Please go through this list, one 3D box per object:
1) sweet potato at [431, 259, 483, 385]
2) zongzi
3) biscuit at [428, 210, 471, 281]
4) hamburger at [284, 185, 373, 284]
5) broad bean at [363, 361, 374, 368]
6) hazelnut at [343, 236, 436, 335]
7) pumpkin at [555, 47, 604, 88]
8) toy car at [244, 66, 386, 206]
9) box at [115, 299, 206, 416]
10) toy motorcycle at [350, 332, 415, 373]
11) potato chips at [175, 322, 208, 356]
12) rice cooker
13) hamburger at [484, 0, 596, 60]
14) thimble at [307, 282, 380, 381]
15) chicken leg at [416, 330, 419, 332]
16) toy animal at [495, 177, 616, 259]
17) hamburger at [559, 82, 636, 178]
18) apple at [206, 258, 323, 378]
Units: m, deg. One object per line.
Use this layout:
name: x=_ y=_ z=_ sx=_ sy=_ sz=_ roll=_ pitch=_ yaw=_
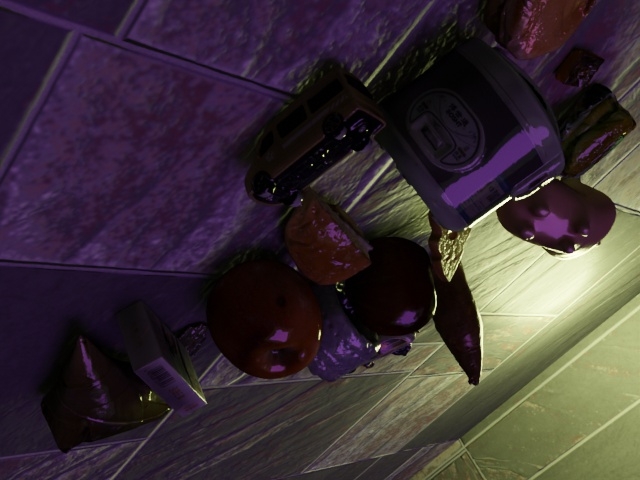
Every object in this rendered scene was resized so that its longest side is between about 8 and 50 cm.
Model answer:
sweet potato: x=0.354 y=0.207 z=1.867 sx=0.131 sy=0.337 sz=0.131 roll=-14 pitch=160 yaw=-5
zongzi: x=-0.402 y=0.278 z=1.483 sx=0.273 sy=0.145 sz=0.300 roll=-7 pitch=136 yaw=-42
biscuit: x=0.299 y=-0.019 z=1.676 sx=0.212 sy=0.041 sz=0.239 roll=-17 pitch=119 yaw=-52
hamburger: x=0.000 y=0.000 z=1.436 sx=0.155 sy=0.135 sz=0.208 roll=-36 pitch=148 yaw=4
broad bean: x=0.154 y=0.236 z=1.964 sx=0.144 sy=0.049 sz=0.292 roll=24 pitch=122 yaw=-18
hazelnut: x=0.157 y=0.110 z=1.654 sx=0.229 sy=0.229 sz=0.229 roll=-23 pitch=149 yaw=-15
pumpkin: x=0.533 y=-0.352 z=1.481 sx=0.083 sy=0.054 sz=0.074 roll=1 pitch=133 yaw=-36
toy car: x=-0.022 y=-0.163 z=1.189 sx=0.256 sy=0.124 sz=0.101 roll=-35 pitch=151 yaw=25
box: x=-0.319 y=0.243 z=1.462 sx=0.067 sy=0.149 sz=0.233 roll=-26 pitch=143 yaw=-2
toy motorcycle: x=0.128 y=0.256 z=1.894 sx=0.263 sy=0.091 sz=0.157 roll=-27 pitch=118 yaw=13
potato chips: x=-0.319 y=0.256 z=1.630 sx=0.091 sy=0.028 sz=0.207 roll=4 pitch=133 yaw=-43
rice cooker: x=0.259 y=-0.182 z=1.255 sx=0.277 sy=0.288 sz=0.288 roll=-35 pitch=150 yaw=10
hamburger: x=0.372 y=-0.405 z=1.199 sx=0.213 sy=0.108 sz=0.214 roll=-24 pitch=150 yaw=-14
thimble: x=0.023 y=0.208 z=1.694 sx=0.157 sy=0.217 sz=0.245 roll=-34 pitch=172 yaw=11
chicken leg: x=0.248 y=0.201 z=2.009 sx=0.101 sy=0.085 sz=0.208 roll=23 pitch=119 yaw=-17
toy animal: x=0.573 y=-0.068 z=1.789 sx=0.326 sy=0.269 sz=0.237 roll=27 pitch=122 yaw=-19
hamburger: x=0.603 y=-0.237 z=1.636 sx=0.214 sy=0.125 sz=0.235 roll=-49 pitch=161 yaw=10
apple: x=-0.109 y=0.165 z=1.486 sx=0.253 sy=0.254 sz=0.254 roll=-23 pitch=149 yaw=-15
